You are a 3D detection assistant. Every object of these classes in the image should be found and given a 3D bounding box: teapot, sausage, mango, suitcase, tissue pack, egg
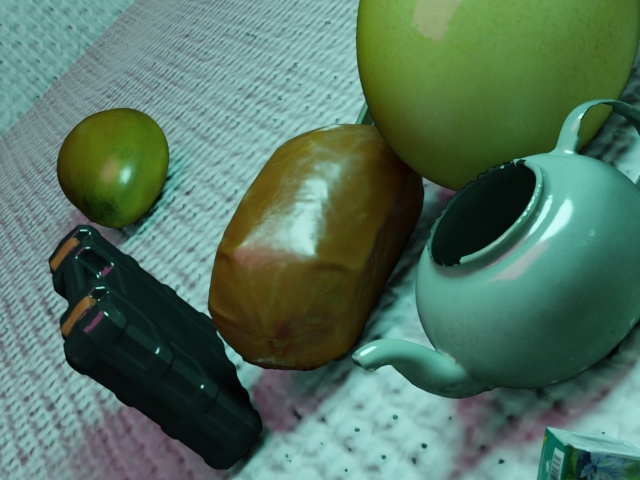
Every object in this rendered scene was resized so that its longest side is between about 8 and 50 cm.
[{"bbox_3d":[0.155,0.015,0.968,0.294,0.129,0.193,-50,25,-11],"label":"teapot"},{"bbox_3d":[-0.001,0.000,1.219,0.141,0.153,0.268,18,56,18],"label":"sausage"},{"bbox_3d":[-0.303,-0.112,1.933,0.176,0.139,0.254,-59,32,1],"label":"mango"},{"bbox_3d":[-0.168,0.097,1.271,0.066,0.206,0.285,-49,22,4],"label":"suitcase"},{"bbox_3d":[0.160,0.169,0.731,0.085,0.079,0.111,24,-105,-88],"label":"tissue pack"},{"bbox_3d":[0.155,-0.185,1.145,0.250,0.250,0.323,-24,40,40],"label":"egg"}]

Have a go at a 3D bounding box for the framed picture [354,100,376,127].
[{"bbox_3d":[0.078,-0.171,1.403,0.250,0.016,0.184,-53,12,57],"label":"framed picture"}]
